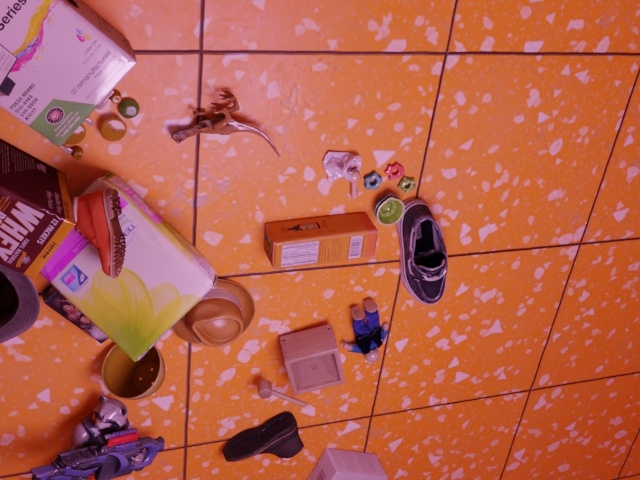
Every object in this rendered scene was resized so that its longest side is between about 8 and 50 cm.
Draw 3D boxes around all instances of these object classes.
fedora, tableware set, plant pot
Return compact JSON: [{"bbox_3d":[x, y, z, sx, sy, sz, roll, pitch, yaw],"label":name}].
[{"bbox_3d":[-0.229,0.174,1.701,0.194,0.079,0.194,-10,125,-15],"label":"fedora"},{"bbox_3d":[-0.403,-0.209,1.412,0.154,0.024,0.104,-46,130,10],"label":"tableware set"},{"bbox_3d":[-0.388,0.284,1.692,0.134,0.134,0.095,-31,154,0],"label":"plant pot"},{"bbox_3d":[-0.645,0.075,1.432,0.276,0.124,0.243,-22,126,7],"label":"fedora"}]

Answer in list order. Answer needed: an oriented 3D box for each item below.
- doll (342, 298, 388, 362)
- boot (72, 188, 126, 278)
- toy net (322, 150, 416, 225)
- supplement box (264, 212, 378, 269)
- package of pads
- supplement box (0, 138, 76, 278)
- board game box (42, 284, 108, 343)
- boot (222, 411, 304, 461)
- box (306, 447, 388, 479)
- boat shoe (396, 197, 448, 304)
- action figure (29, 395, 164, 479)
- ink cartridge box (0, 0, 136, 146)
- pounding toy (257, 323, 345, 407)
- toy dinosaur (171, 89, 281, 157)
[{"bbox_3d":[0.111,0.228,1.897,0.129,0.046,0.189,-28,135,-15],"label":"doll"},{"bbox_3d":[-0.392,-0.009,1.386,0.085,0.059,0.157,-6,93,3],"label":"boot"},{"bbox_3d":[0.107,-0.128,1.659,0.232,0.045,0.122,33,106,-35],"label":"toy net"},{"bbox_3d":[0.000,0.000,1.681,0.234,0.078,0.080,-5,126,-19],"label":"supplement box"},{"bbox_3d":[-0.367,0.044,1.475,0.229,0.101,0.296,-43,99,7],"label":"package of pads"},{"bbox_3d":[-0.544,-0.069,1.338,0.194,0.191,0.129,31,105,-36],"label":"supplement box"},{"bbox_3d":[-0.411,0.084,1.589,0.243,0.042,0.165,-39,127,6],"label":"board game box"},{"bbox_3d":[-0.136,0.530,1.985,0.198,0.077,0.137,-23,133,-5],"label":"boot"},{"bbox_3d":[0.071,0.648,2.133,0.171,0.091,0.130,16,114,-30],"label":"box"},{"bbox_3d":[0.245,0.046,1.795,0.108,0.102,0.301,-19,127,-10],"label":"boat shoe"},{"bbox_3d":[-0.537,0.480,1.724,0.330,0.178,0.341,-56,149,12],"label":"action figure"},{"bbox_3d":[-0.470,-0.317,1.249,0.201,0.117,0.278,-45,126,10],"label":"ink cartridge box"},{"bbox_3d":[-0.053,0.306,1.859,0.206,0.094,0.181,-14,131,-2],"label":"pounding toy"},{"bbox_3d":[-0.175,-0.220,1.484,0.212,0.064,0.112,0,140,-12],"label":"toy dinosaur"}]
